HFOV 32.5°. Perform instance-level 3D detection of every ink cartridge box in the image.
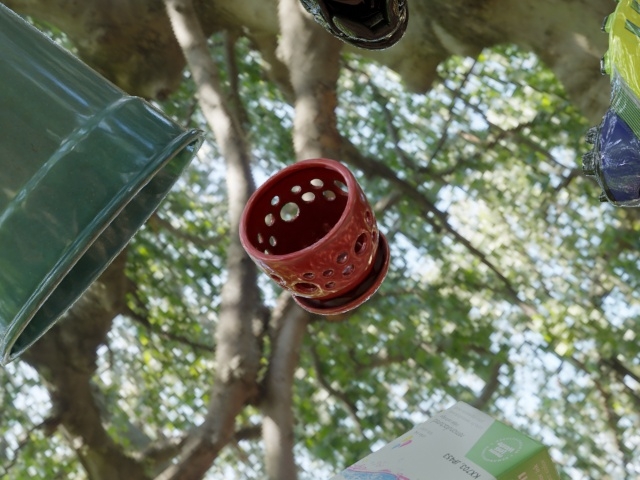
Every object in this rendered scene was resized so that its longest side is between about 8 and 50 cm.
[{"bbox_3d":[0.077,0.332,1.218,0.353,0.207,0.119,-28,-75,-16],"label":"ink cartridge box"}]

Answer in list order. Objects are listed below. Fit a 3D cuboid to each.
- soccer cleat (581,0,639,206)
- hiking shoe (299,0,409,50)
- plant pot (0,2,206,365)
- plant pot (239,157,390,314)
[{"bbox_3d":[0.335,-0.152,1.072,0.093,0.121,0.289,48,-134,-37],"label":"soccer cleat"},{"bbox_3d":[0.022,-0.186,0.838,0.086,0.114,0.227,-23,-24,12],"label":"hiking shoe"},{"bbox_3d":[-0.361,-0.099,1.219,0.341,0.334,0.341,-48,3,3],"label":"plant pot"},{"bbox_3d":[0.000,0.000,1.631,0.191,0.191,0.174,-45,-44,-7],"label":"plant pot"}]
